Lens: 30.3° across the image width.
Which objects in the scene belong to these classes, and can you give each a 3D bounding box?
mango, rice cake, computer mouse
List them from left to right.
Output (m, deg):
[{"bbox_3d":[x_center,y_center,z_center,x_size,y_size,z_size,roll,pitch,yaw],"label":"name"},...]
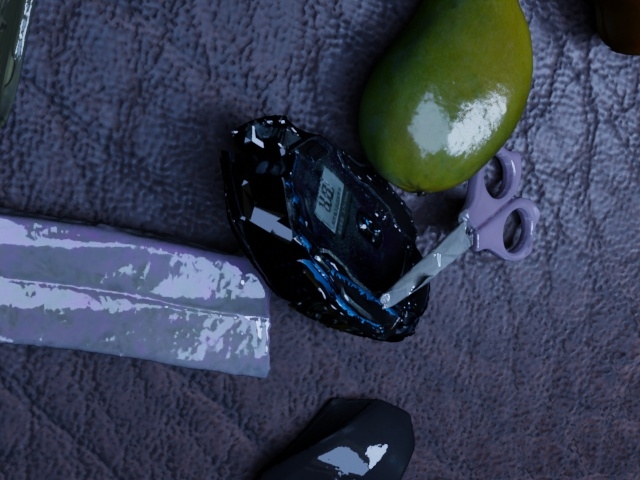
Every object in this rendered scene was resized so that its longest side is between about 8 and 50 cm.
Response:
[{"bbox_3d":[-0.177,0.036,0.921,0.297,0.050,0.106,9,101,-18],"label":"rice cake"},{"bbox_3d":[0.000,0.000,0.932,0.077,0.147,0.241,-21,129,33],"label":"computer mouse"},{"bbox_3d":[0.012,0.205,1.011,0.172,0.057,0.099,-38,108,-3],"label":"computer mouse"},{"bbox_3d":[0.107,-0.125,0.945,0.122,0.085,0.191,34,87,-2],"label":"mango"}]

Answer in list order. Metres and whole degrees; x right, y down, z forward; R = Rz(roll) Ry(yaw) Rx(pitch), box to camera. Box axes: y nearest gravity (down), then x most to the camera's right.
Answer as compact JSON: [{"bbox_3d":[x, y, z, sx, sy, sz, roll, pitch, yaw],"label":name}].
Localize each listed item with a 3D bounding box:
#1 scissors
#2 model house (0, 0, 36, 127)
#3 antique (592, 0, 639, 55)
[{"bbox_3d":[0.115,-0.001,0.962,0.212,0.021,0.110,-38,115,-41],"label":"scissors"},{"bbox_3d":[-0.321,-0.202,0.758,0.278,0.205,0.218,14,98,-12],"label":"model house"},{"bbox_3d":[0.278,-0.288,0.941,0.223,0.129,0.278,-3,101,-14],"label":"antique"}]
